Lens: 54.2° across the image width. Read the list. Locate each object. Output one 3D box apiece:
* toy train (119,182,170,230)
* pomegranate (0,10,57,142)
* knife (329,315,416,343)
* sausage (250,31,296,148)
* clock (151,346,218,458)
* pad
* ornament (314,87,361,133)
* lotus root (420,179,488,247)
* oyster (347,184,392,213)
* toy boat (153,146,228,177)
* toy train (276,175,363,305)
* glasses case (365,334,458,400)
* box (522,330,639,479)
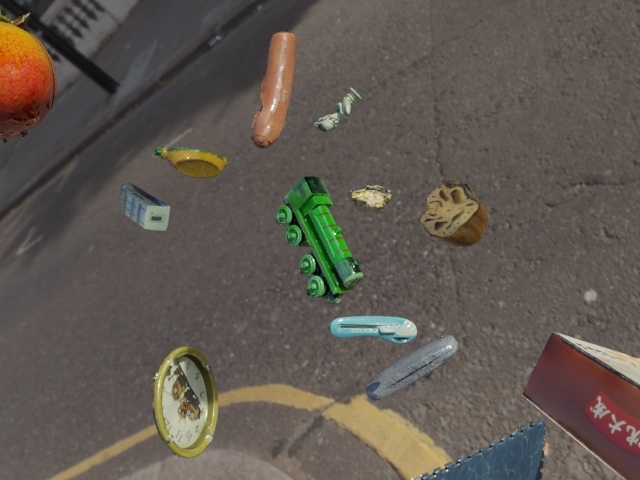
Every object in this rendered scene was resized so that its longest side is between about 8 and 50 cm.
[{"bbox_3d":[-0.369,-0.074,1.246,0.234,0.051,0.052,27,108,49],"label":"toy train"},{"bbox_3d":[-0.567,-0.293,1.088,0.210,0.210,0.235,0,84,50],"label":"pomegranate"},{"bbox_3d":[0.128,0.211,1.476,0.031,0.222,0.064,-173,88,-72],"label":"knife"},{"bbox_3d":[-0.115,-0.376,1.586,0.079,0.087,0.326,2,74,24],"label":"sausage"},{"bbox_3d":[-0.297,0.345,1.338,0.057,0.237,0.237,-10,47,19],"label":"clock"},{"bbox_3d":[0.227,0.411,0.906,0.269,0.269,0.012,-15,22,-27],"label":"pad"},{"bbox_3d":[0.037,-0.232,1.134,0.092,0.041,0.068,-49,9,-23],"label":"ornament"},{"bbox_3d":[0.439,-0.068,2.000,0.188,0.180,0.199,-41,48,13],"label":"lotus root"},{"bbox_3d":[0.142,-0.107,1.744,0.209,0.133,0.071,108,164,-83],"label":"oyster"},{"bbox_3d":[-0.388,-0.244,1.903,0.088,0.230,0.089,-115,39,-47],"label":"toy boat"},{"bbox_3d":[0.000,0.000,1.212,0.119,0.085,0.251,-44,62,36],"label":"toy train"},{"bbox_3d":[0.243,0.341,1.677,0.282,0.067,0.109,-35,0,10],"label":"glasses case"},{"bbox_3d":[0.562,0.298,0.917,0.122,0.385,0.344,-67,26,9],"label":"box"}]
